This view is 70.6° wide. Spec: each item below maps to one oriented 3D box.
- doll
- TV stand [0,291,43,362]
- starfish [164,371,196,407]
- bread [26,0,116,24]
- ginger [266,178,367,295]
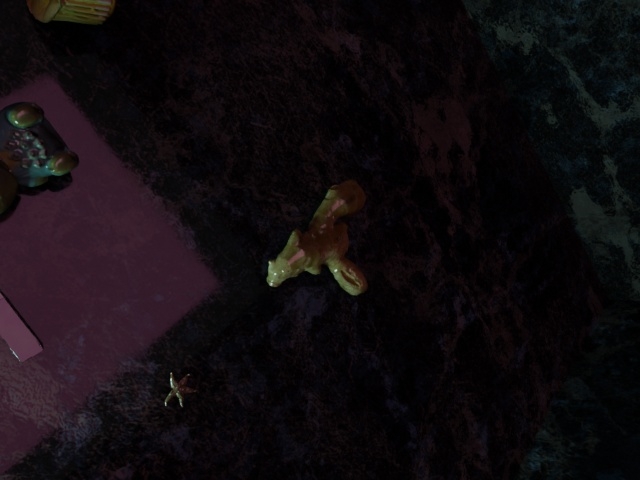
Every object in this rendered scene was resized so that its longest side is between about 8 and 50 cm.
[{"bbox_3d":[-0.662,-0.155,0.913,0.260,0.162,0.177,-46,131,-28],"label":"doll"},{"bbox_3d":[-0.682,0.139,0.950,0.049,0.040,0.256,-37,105,-27],"label":"TV stand"},{"bbox_3d":[-0.363,0.377,1.147,0.092,0.016,0.086,-47,108,-23],"label":"starfish"},{"bbox_3d":[-0.561,-0.631,1.006,0.156,0.204,0.287,-22,101,-49],"label":"bread"},{"bbox_3d":[0.011,-0.013,1.348,0.348,0.122,0.362,2,95,-40],"label":"ginger"}]
